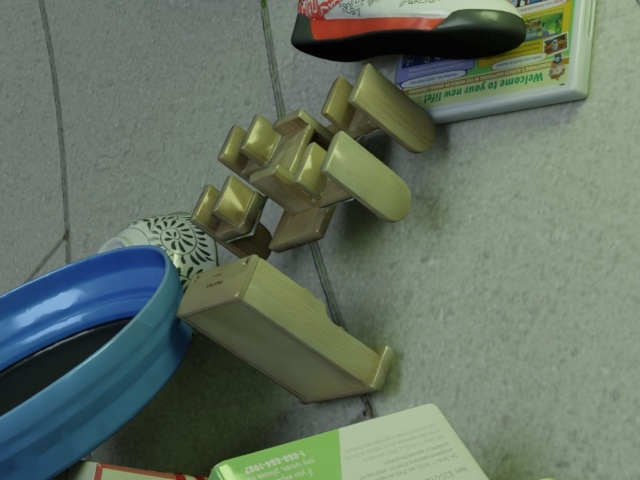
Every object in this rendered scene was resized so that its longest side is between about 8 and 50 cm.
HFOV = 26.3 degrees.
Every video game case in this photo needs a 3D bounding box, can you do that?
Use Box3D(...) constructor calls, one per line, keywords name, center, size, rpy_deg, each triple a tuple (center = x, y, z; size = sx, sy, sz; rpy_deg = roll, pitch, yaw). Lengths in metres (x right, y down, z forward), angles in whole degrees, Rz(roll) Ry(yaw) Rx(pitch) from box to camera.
Box3D(name="video game case", center=(0.152, -0.202, 1.202), size=(0.212, 0.023, 0.193), rpy_deg=(-6, 72, 47))

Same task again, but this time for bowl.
Box3D(name="bowl", center=(-0.293, 0.138, 1.264), size=(0.391, 0.077, 0.391), rpy_deg=(-25, 18, 9))
Box3D(name="bowl", center=(-0.193, 0.041, 1.462), size=(0.170, 0.080, 0.170), rpy_deg=(-22, 60, 43))

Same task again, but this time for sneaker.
Box3D(name="sneaker", center=(0.078, -0.238, 1.208), size=(0.270, 0.090, 0.145), rpy_deg=(7, 84, 52))

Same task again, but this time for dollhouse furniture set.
Box3D(name="dollhouse furniture set", center=(0.000, 0.000, 1.236), size=(0.212, 0.161, 0.242), rpy_deg=(-18, 42, 50))

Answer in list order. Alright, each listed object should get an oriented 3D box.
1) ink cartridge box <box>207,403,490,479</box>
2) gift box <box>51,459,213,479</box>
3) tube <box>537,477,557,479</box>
Box3D(name="ink cartridge box", center=(0.076, 0.296, 0.914), size=(0.353, 0.207, 0.119), rpy_deg=(55, 137, 30))
Box3D(name="gift box", center=(-0.192, 0.322, 1.213), size=(0.258, 0.276, 0.255), rpy_deg=(-5, 78, 47))
Box3D(name="tube", center=(0.219, 0.257, 0.932), size=(0.062, 0.070, 0.240), rpy_deg=(-34, 44, -15))
